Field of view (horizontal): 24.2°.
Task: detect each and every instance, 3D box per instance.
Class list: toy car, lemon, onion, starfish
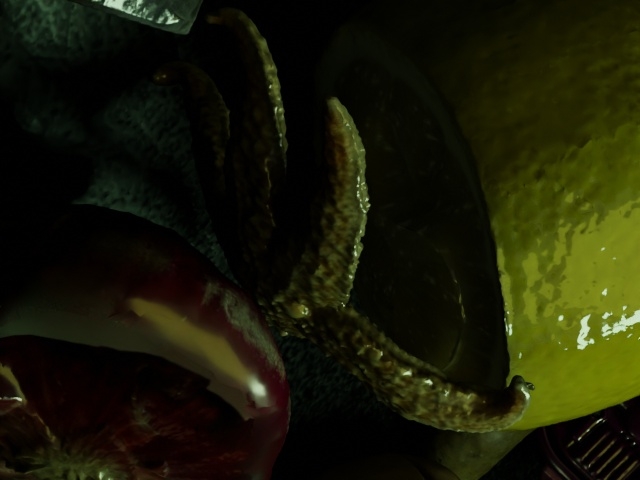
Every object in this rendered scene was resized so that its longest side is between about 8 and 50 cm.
[{"bbox_3d":[0.374,0.179,1.595,0.340,0.271,0.240,-40,161,-13],"label":"toy car"},{"bbox_3d":[0.185,-0.053,1.092,0.364,0.364,0.364,-27,135,-31],"label":"lemon"},{"bbox_3d":[-0.142,0.062,0.959,0.272,0.272,0.195,77,21,-45],"label":"onion"},{"bbox_3d":[-0.006,0.008,0.939,0.094,0.327,0.375,-40,-179,-16],"label":"starfish"}]

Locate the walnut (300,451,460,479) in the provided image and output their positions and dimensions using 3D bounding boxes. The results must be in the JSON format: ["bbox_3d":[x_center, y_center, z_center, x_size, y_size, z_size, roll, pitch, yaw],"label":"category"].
[{"bbox_3d":[0.046,0.294,1.352,0.297,0.203,0.203,-13,127,-32],"label":"walnut"}]

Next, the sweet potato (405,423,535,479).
[{"bbox_3d":[0.188,0.128,1.441,0.130,0.130,0.423,19,110,-52],"label":"sweet potato"}]

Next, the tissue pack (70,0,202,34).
[{"bbox_3d":[-0.126,-0.198,0.903,0.156,0.051,0.112,9,110,-49],"label":"tissue pack"}]
